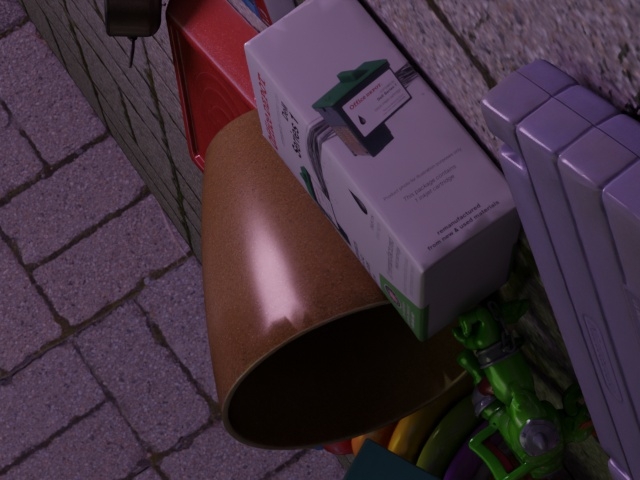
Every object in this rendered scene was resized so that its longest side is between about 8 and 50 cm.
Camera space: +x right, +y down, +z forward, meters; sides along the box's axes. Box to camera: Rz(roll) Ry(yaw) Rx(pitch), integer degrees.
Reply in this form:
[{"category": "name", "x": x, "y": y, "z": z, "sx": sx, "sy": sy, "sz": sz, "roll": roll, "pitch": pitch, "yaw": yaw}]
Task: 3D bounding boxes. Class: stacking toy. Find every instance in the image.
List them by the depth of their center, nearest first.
[{"category": "stacking toy", "x": 0.129, "y": 0.193, "z": 1.442, "sx": 0.302, "sy": 0.166, "sz": 0.175, "roll": 35, "pitch": 153, "yaw": 25}]

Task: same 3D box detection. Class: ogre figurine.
[{"category": "ogre figurine", "x": 0.152, "y": 0.124, "z": 1.167, "sx": 0.197, "sy": 0.097, "sz": 0.118, "roll": 106, "pitch": 142, "yaw": -63}]

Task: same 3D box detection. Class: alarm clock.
[{"category": "alarm clock", "x": -0.187, "y": -0.255, "z": 1.511, "sx": 0.129, "sy": 0.064, "sz": 0.192, "roll": -95, "pitch": 10, "yaw": -45}]

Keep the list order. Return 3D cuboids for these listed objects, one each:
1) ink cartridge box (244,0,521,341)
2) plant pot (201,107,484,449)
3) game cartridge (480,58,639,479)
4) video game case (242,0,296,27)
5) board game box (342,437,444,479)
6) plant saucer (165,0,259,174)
[{"category": "ink cartridge box", "x": 0.045, "y": -0.056, "z": 1.095, "sx": 0.219, "sy": 0.093, "sz": 0.160, "roll": 52, "pitch": 169, "yaw": 20}, {"category": "plant pot", "x": -0.007, "y": 0.012, "z": 1.297, "sx": 0.237, "sy": 0.237, "sz": 0.254, "roll": 73, "pitch": 177, "yaw": -61}, {"category": "game cartridge", "x": 0.214, "y": 0.084, "z": 0.832, "sx": 0.230, "sy": 0.068, "sz": 0.355, "roll": 40, "pitch": 162, "yaw": 47}, {"category": "video game case", "x": -0.121, "y": -0.313, "z": 1.264, "sx": 0.285, "sy": 0.025, "sz": 0.204, "roll": 49, "pitch": 168, "yaw": 38}, {"category": "board game box", "x": 0.173, "y": 0.323, "z": 1.381, "sx": 0.336, "sy": 0.079, "sz": 0.254, "roll": 27, "pitch": 163, "yaw": 13}, {"category": "plant saucer", "x": -0.080, "y": -0.111, "z": 1.515, "sx": 0.258, "sy": 0.048, "sz": 0.259, "roll": 49, "pitch": 155, "yaw": 39}]
